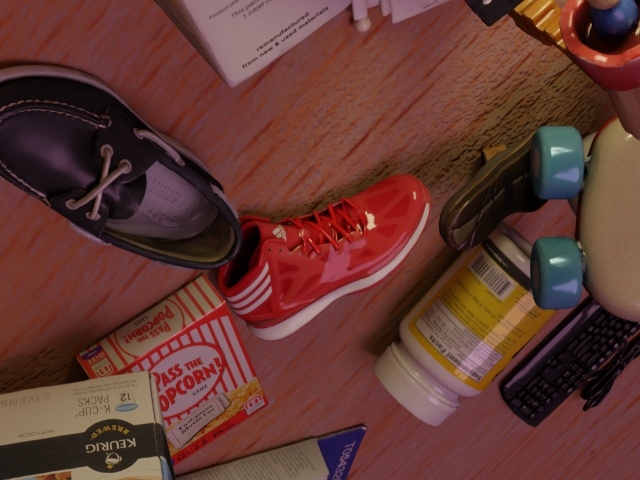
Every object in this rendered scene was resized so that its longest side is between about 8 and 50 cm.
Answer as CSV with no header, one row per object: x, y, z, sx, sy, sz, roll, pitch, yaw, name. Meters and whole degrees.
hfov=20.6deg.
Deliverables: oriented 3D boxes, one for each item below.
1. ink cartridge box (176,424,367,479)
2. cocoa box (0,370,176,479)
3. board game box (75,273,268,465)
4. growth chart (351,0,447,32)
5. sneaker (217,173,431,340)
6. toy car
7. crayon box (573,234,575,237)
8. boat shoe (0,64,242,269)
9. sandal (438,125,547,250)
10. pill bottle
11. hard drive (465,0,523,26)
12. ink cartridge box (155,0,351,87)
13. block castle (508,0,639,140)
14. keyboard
-0.104,0.375,1.996,0.330,0.071,0.324,-11,135,-33,ink cartridge box
-0.234,0.325,1.628,0.231,0.228,0.347,-8,139,-4,cocoa box
-0.141,0.137,1.721,0.146,0.045,0.193,-33,144,-10,board game box
0.118,-0.271,1.538,0.237,0.021,0.172,-22,140,-24,growth chart
0.000,0.000,1.669,0.221,0.087,0.128,-42,146,1,sneaker
0.312,-0.034,1.806,0.219,0.238,0.210,-1,98,-4,toy car
0.471,-0.001,2.000,0.318,0.202,0.081,-29,143,-14,crayon box
-0.169,-0.054,1.449,0.114,0.091,0.302,-51,143,15,boat shoe
0.176,-0.057,1.779,0.219,0.060,0.090,-36,136,-40,sandal
0.159,0.091,1.882,0.208,0.119,0.119,-49,144,12,pill bottle
0.024,-0.305,1.199,0.064,0.237,0.339,-38,151,11,hard drive
-0.109,-0.268,1.177,0.117,0.201,0.278,-36,144,-5,ink cartridge box
0.309,-0.328,1.395,0.453,0.303,0.213,-42,148,-2,block castle
0.369,0.116,2.178,0.317,0.033,0.201,-44,145,7,keyboard
